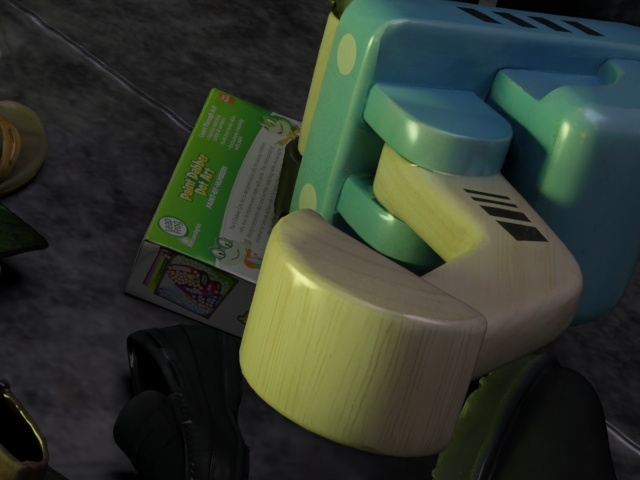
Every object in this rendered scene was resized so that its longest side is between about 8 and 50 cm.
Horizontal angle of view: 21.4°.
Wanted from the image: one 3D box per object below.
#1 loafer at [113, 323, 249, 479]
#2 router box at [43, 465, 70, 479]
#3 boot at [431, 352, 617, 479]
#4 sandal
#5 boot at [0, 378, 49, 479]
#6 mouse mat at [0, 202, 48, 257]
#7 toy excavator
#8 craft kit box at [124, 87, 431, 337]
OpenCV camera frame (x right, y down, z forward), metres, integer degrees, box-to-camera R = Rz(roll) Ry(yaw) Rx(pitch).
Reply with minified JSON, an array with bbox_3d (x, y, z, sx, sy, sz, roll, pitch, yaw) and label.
[{"bbox_3d":[-0.087,0.125,1.022,0.078,0.076,0.223,10,29,-12],"label":"loafer"},{"bbox_3d":[-0.163,0.177,0.921,0.092,0.038,0.122,32,32,13],"label":"router box"},{"bbox_3d":[0.261,0.237,0.900,0.445,0.146,0.367,12,37,18],"label":"boot"},{"bbox_3d":[-0.250,-0.064,1.214,0.072,0.049,0.180,30,32,10],"label":"sandal"},{"bbox_3d":[-0.160,0.177,0.761,0.090,0.207,0.248,-11,45,-43],"label":"boot"},{"bbox_3d":[-0.271,-0.031,1.078,0.152,0.007,0.189,36,15,14],"label":"mouse mat"},{"bbox_3d":[0.104,-0.031,1.059,0.433,0.222,0.445,3,25,-28],"label":"toy excavator"},{"bbox_3d":[0.000,0.000,1.283,0.246,0.061,0.250,24,31,-4],"label":"craft kit box"}]
